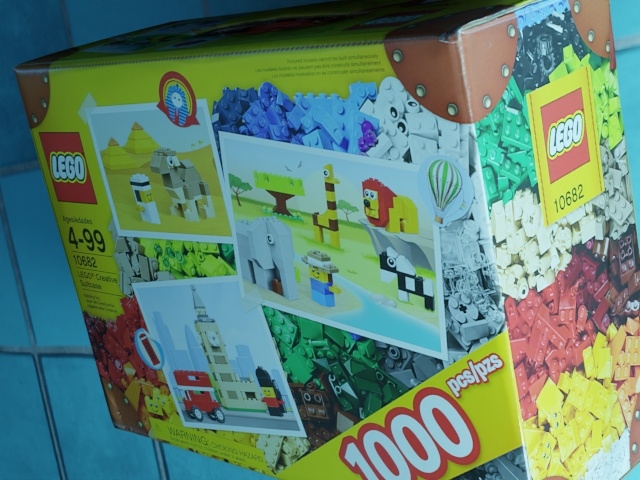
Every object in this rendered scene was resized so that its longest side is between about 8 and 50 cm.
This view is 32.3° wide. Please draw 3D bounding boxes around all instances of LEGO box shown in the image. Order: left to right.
[{"bbox_3d":[0.000,0.000,0.924,0.500,0.193,0.372,4,113,44],"label":"LEGO box"}]
